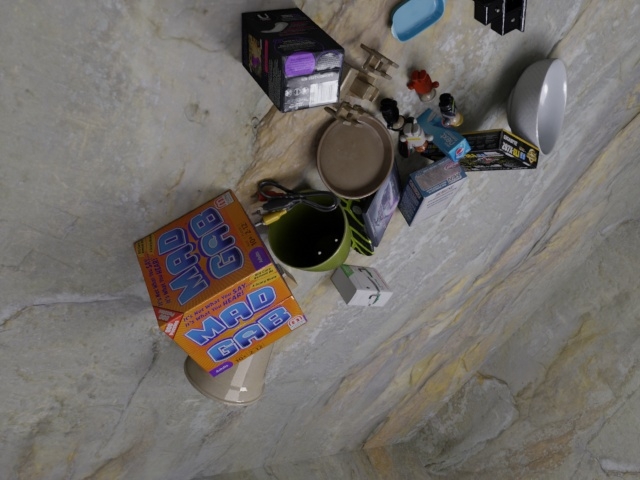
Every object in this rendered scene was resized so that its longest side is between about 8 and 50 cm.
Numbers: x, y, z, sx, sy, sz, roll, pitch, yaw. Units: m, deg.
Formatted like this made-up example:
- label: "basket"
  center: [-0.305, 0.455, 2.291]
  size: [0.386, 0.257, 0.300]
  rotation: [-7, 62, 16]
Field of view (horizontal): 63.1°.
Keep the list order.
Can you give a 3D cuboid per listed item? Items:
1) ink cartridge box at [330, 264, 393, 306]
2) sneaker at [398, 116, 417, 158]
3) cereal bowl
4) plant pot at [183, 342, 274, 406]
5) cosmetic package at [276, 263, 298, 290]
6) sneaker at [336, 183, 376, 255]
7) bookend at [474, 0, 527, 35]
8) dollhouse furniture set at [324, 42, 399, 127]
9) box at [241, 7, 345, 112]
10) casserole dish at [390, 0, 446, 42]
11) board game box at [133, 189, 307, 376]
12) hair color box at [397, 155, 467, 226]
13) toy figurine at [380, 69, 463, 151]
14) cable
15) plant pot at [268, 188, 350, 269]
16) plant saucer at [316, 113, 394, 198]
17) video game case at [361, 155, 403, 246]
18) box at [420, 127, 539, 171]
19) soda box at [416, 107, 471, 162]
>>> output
- label: "ink cartridge box"
  center: [0.175, 0.191, 2.198]
  size: [0.219, 0.160, 0.093]
  rotation: [7, 126, -40]
- label: "sneaker"
  center: [0.319, -0.368, 1.820]
  size: [0.075, 0.057, 0.161]
  rotation: [-32, 142, -29]
- label: "cereal bowl"
  center: [0.769, -0.478, 1.882]
  size: [0.339, 0.141, 0.339]
  rotation: [-18, 114, -49]
- label: "plant pot"
  center: [-0.312, 0.400, 1.993]
  size: [0.333, 0.334, 0.306]
  rotation: [10, 113, -40]
- label: "cosmetic package"
  center: [-0.138, 0.144, 2.018]
  size: [0.041, 0.060, 0.115]
  rotation: [-37, 142, 4]
- label: "sneaker"
  center: [0.151, -0.118, 1.918]
  size: [0.147, 0.145, 0.385]
  rotation: [-52, 146, -31]
- label: "bookend"
  center: [0.550, -0.700, 1.614]
  size: [0.157, 0.072, 0.156]
  rotation: [-27, 140, -7]
- label: "dollhouse furniture set"
  center: [0.066, -0.469, 1.502]
  size: [0.242, 0.161, 0.212]
  rotation: [-8, 135, -58]
- label: "box"
  center: [-0.075, -0.451, 1.288]
  size: [0.165, 0.270, 0.143]
  rotation: [-15, 137, -21]
- label: "casserole dish"
  center: [0.276, -0.656, 1.502]
  size: [0.188, 0.037, 0.114]
  rotation: [-34, 140, 0]
- label: "board game box"
  center: [-0.312, 0.139, 1.661]
  size: [0.356, 0.356, 0.356]
  rotation: [-30, 140, -5]
- label: "hair color box"
  center: [0.400, -0.175, 1.911]
  size: [0.173, 0.105, 0.347]
  rotation: [-27, 167, -6]
- label: "toy figurine"
  center: [0.318, -0.402, 1.655]
  size: [0.213, 0.209, 0.148]
  rotation: [-43, 150, 7]
- label: "cable"
  center: [-0.090, -0.135, 1.697]
  size: [0.287, 0.140, 0.072]
  rotation: [-9, 171, -4]
- label: "plant pot"
  center: [0.000, 0.000, 1.838]
  size: [0.274, 0.275, 0.293]
  rotation: [-38, 156, 5]
- label: "plant saucer"
  center: [0.111, -0.274, 1.696]
  size: [0.277, 0.041, 0.278]
  rotation: [-6, 107, -21]
- label: "video game case"
  center: [0.227, -0.140, 1.873]
  size: [0.274, 0.026, 0.196]
  rotation: [-63, 149, -28]
- label: "box"
  center: [0.559, -0.310, 1.839]
  size: [0.257, 0.322, 0.079]
  rotation: [14, 85, -40]
- label: "soda box"
  center: [0.409, -0.356, 1.758]
  size: [0.071, 0.210, 0.067]
  rotation: [-41, 140, 8]
